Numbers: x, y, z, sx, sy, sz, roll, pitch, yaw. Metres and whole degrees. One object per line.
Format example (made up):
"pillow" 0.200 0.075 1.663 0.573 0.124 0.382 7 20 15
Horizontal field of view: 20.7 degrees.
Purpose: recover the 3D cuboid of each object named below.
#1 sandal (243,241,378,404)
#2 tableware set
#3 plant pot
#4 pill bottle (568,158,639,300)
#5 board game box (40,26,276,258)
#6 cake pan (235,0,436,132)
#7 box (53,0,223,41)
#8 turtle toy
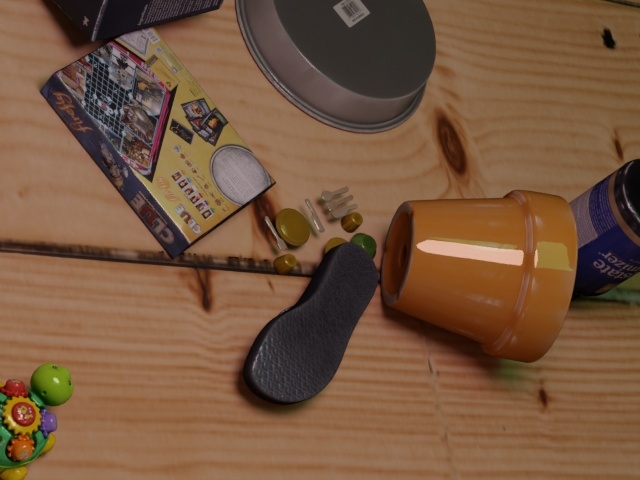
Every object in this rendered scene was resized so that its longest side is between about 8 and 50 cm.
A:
"sandal" -0.011 0.102 1.994 0.097 0.054 0.254 54 44 -13
"tableware set" 0.000 0.000 2.080 0.154 0.024 0.104 -23 83 -43
"plant pot" 0.179 0.030 2.088 0.188 0.205 0.205 11 57 -13
"pill bottle" 0.355 -0.004 2.205 0.123 0.219 0.123 17 55 -27
"board game box" -0.183 -0.118 1.999 0.243 0.042 0.165 52 47 1
"cake pan" 0.030 -0.278 2.241 0.293 0.054 0.293 17 55 -27
"box" -0.218 -0.333 2.028 0.207 0.108 0.153 -23 60 -43
"turtle toy" -0.295 0.172 1.729 0.095 0.066 0.130 46 47 -5
